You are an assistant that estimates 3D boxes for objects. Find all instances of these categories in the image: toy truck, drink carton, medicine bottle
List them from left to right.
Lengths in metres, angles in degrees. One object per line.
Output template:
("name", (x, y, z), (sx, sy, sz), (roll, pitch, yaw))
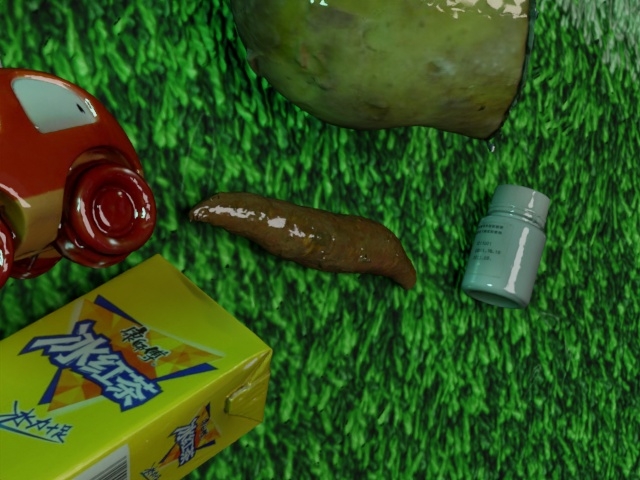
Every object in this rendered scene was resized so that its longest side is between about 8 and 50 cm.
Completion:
("toy truck", (-0.272, -0.072, 0.906), (0.265, 0.189, 0.239), (-18, 95, -39))
("drink carton", (-0.217, 0.155, 0.967), (0.351, 0.154, 0.111), (-31, 146, -35))
("medicine bottle", (0.216, 0.007, 1.395), (0.080, 0.080, 0.130), (28, 73, -38))

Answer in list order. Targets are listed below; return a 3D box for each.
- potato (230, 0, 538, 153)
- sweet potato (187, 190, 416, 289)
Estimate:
("potato", (0.034, -0.213, 1.137), (0.237, 0.301, 0.288), (-9, 114, -14))
("sweet potato", (0.000, 0.000, 1.215), (0.314, 0.072, 0.066), (13, 98, -43))
